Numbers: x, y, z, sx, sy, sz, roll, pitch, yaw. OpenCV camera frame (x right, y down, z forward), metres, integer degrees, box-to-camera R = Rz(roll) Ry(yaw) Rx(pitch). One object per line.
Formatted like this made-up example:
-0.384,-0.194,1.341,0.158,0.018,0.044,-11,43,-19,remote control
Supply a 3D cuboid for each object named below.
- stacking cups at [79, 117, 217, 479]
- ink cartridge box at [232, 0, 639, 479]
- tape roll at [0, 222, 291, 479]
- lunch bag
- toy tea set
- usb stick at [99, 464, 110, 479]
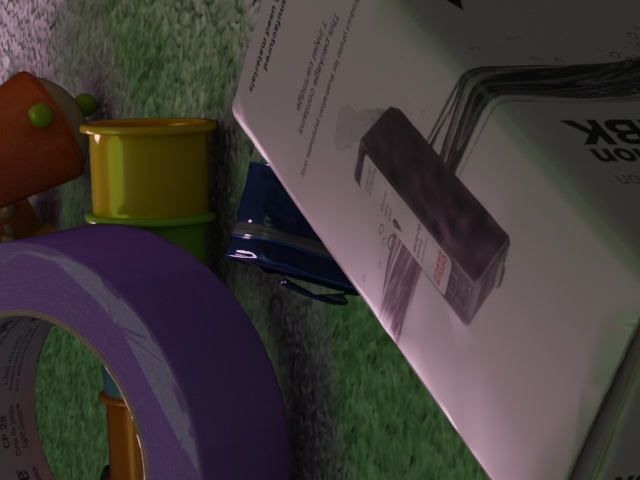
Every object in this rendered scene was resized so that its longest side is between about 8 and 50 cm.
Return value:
-0.110,0.074,1.218,0.096,0.096,0.316,15,110,61,stacking cups
0.114,-0.022,0.656,0.273,0.197,0.114,55,138,45,ink cartridge box
-0.153,0.130,1.142,0.274,0.090,0.275,9,105,36,tape roll
0.000,0.000,0.983,0.067,0.098,0.065,10,82,63,lunch bag
-0.264,-0.076,1.492,0.336,0.124,0.200,37,153,52,toy tea set
-0.180,0.298,1.289,0.077,0.045,0.278,19,87,46,usb stick
